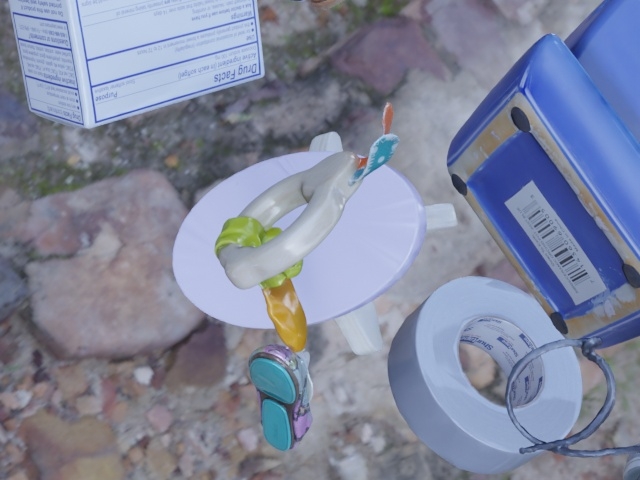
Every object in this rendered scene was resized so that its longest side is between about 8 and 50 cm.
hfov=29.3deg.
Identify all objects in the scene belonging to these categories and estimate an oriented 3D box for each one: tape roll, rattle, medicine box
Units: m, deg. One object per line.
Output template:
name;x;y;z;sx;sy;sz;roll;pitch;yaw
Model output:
tape roll;0.189;0.153;1.400;0.219;0.072;0.219;13;55;-20
rattle;0.019;-0.005;1.066;0.200;0.130;0.142;-36;98;0
medicine box;-0.224;-0.307;1.451;0.263;0.149;0.289;-22;117;-36

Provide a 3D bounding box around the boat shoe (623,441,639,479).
boat shoe;0.514;0.265;1.472;0.320;0.118;0.103;1;51;-7

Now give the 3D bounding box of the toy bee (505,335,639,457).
toy bee;0.260;0.151;0.631;0.298;0.162;0.195;1;89;-5

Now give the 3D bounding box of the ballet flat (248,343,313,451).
ballet flat;-0.042;0.179;1.518;0.077;0.221;0.079;24;56;22

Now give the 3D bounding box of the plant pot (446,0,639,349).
plant pot;0.238;-0.058;0.877;0.212;0.236;0.236;-32;84;-19

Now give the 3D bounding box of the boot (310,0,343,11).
boot;0.012;-0.437;1.446;0.220;0.283;0.109;32;6;-34

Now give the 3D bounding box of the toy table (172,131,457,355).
toy table;0.000;0.000;1.309;0.161;0.274;0.252;5;83;-67
